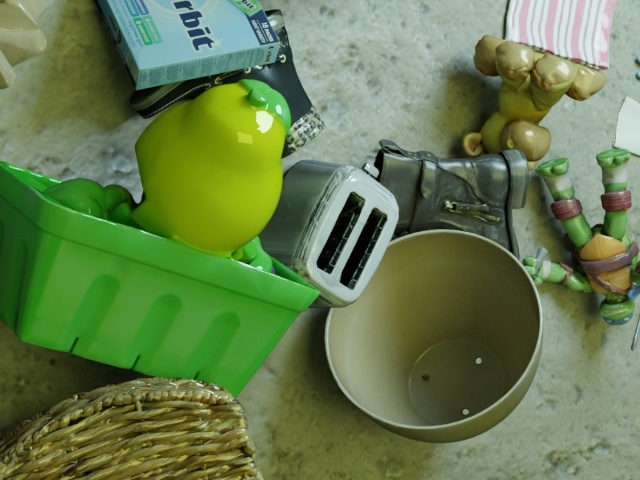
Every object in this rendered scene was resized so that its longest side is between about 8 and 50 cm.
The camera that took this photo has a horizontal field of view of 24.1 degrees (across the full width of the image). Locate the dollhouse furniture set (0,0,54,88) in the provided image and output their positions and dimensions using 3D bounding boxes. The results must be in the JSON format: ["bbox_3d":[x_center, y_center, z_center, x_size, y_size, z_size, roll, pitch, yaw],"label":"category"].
[{"bbox_3d":[-0.422,-0.407,1.613,0.394,0.256,0.362,61,43,-33],"label":"dollhouse furniture set"}]

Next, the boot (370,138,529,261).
[{"bbox_3d":[0.160,-0.023,2.069,0.229,0.091,0.263,-4,117,-16],"label":"boot"}]

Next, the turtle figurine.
[{"bbox_3d":[0.391,0.018,2.151,0.275,0.198,0.266,-21,103,-35],"label":"turtle figurine"}]

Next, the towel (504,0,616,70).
[{"bbox_3d":[0.362,-0.342,2.228,0.197,0.029,0.144,12,83,-32],"label":"towel"}]

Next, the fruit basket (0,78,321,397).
[{"bbox_3d":[-0.175,-0.032,1.737,0.392,0.283,0.392,-8,109,-26],"label":"fruit basket"}]

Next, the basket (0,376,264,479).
[{"bbox_3d":[-0.227,0.268,1.719,0.299,0.223,0.213,-15,93,-8],"label":"basket"}]

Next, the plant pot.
[{"bbox_3d":[0.166,0.154,1.996,0.284,0.284,0.191,-58,153,-18],"label":"plant pot"}]

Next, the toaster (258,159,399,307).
[{"bbox_3d":[0.000,0.000,1.932,0.129,0.146,0.227,36,72,-27],"label":"toaster"}]

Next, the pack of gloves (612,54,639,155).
[{"bbox_3d":[0.576,-0.204,2.356,0.232,0.046,0.195,20,79,-31],"label":"pack of gloves"}]

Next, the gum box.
[{"bbox_3d":[-0.164,-0.270,1.823,0.184,0.041,0.157,-14,60,-23],"label":"gum box"}]

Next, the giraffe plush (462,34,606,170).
[{"bbox_3d":[0.282,-0.183,2.109,0.181,0.210,0.170,18,98,-3],"label":"giraffe plush"}]

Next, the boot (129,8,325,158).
[{"bbox_3d":[-0.110,-0.168,1.899,0.236,0.085,0.178,-35,112,-26],"label":"boot"}]
